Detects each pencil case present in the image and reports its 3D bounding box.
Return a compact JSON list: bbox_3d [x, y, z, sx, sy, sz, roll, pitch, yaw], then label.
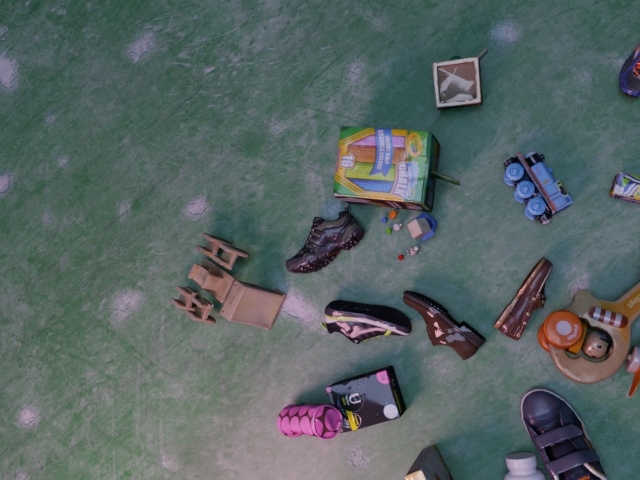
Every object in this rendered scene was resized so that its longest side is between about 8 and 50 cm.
[{"bbox_3d":[-0.023,0.447,1.627,0.098,0.209,0.095,33,66,-17],"label":"pencil case"}]

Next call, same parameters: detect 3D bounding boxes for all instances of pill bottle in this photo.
[{"bbox_3d":[0.477,0.584,1.525,0.094,0.094,0.169,-10,83,16],"label":"pill bottle"}]

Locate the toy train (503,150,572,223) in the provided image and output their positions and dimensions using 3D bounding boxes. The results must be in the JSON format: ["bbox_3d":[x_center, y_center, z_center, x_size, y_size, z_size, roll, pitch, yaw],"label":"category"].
[{"bbox_3d":[0.514,-0.131,1.572,0.105,0.080,0.184,-29,76,4],"label":"toy train"}]

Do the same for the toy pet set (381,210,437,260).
[{"bbox_3d":[0.233,-0.028,1.669,0.114,0.065,0.122,-36,71,47],"label":"toy pet set"}]

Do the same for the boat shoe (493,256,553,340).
[{"bbox_3d":[0.496,0.140,1.563,0.073,0.073,0.207,33,103,14],"label":"boat shoe"}]

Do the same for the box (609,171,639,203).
[{"bbox_3d":[0.756,-0.107,1.503,0.169,0.059,0.054,18,91,17],"label":"box"}]

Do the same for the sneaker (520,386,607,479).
[{"bbox_3d":[0.563,0.487,1.491,0.126,0.127,0.321,-31,77,14],"label":"sneaker"}]

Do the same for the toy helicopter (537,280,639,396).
[{"bbox_3d":[0.680,0.185,1.476,0.355,0.140,0.235,-41,69,-2],"label":"toy helicopter"}]

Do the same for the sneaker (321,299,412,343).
[{"bbox_3d":[0.117,0.218,1.680,0.235,0.084,0.097,11,114,18],"label":"sneaker"}]

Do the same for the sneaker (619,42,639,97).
[{"bbox_3d":[0.757,-0.434,1.510,0.083,0.087,0.221,27,94,17],"label":"sneaker"}]

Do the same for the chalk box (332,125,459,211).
[{"bbox_3d":[0.196,-0.173,1.616,0.289,0.180,0.179,6,88,16],"label":"chalk box"}]

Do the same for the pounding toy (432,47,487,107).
[{"bbox_3d":[0.352,-0.405,1.637,0.130,0.100,0.141,-4,96,17],"label":"pounding toy"}]

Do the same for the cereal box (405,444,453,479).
[{"bbox_3d":[0.269,0.582,1.511,0.047,0.240,0.173,-28,80,14],"label":"cereal box"}]

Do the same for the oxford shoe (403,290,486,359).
[{"bbox_3d":[0.284,0.209,1.615,0.227,0.083,0.096,39,102,16],"label":"oxford shoe"}]

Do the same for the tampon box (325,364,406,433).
[{"bbox_3d":[0.115,0.395,1.642,0.161,0.101,0.120,-20,82,14],"label":"tampon box"}]

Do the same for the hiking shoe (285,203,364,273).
[{"bbox_3d":[0.000,0.000,1.723,0.227,0.086,0.114,-31,65,7],"label":"hiking shoe"}]

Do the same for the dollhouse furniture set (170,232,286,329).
[{"bbox_3d":[-0.241,0.130,1.773,0.242,0.161,0.212,29,95,39],"label":"dollhouse furniture set"}]
